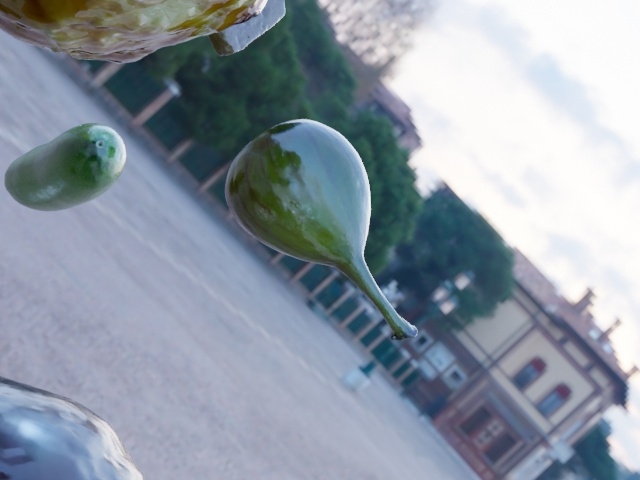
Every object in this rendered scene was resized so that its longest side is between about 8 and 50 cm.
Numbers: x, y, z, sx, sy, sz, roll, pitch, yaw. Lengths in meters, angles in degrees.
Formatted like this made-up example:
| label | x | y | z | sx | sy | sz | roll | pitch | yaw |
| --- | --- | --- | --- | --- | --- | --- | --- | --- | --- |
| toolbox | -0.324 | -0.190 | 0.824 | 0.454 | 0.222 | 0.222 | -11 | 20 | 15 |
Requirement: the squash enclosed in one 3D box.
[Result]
| label | x | y | z | sx | sy | sz | roll | pitch | yaw |
| --- | --- | --- | --- | --- | --- | --- | --- | --- | --- |
| squash | -0.285 | -0.078 | 1.426 | 0.082 | 0.082 | 0.292 | 48 | -26 | -17 |

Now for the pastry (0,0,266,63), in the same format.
| label | x | y | z | sx | sy | sz | roll | pitch | yaw |
| --- | --- | --- | --- | --- | --- | --- | --- | --- | --- |
| pastry | -0.163 | -0.307 | 0.906 | 0.388 | 0.389 | 0.312 | 48 | 30 | -19 |

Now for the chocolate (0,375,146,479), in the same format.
| label | x | y | z | sx | sy | sz | roll | pitch | yaw |
| --- | --- | --- | --- | --- | --- | --- | --- | --- | --- |
| chocolate | -0.280 | 0.246 | 0.916 | 0.332 | 0.383 | 0.383 | 10 | 5 | -8 |

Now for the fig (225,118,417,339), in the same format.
| label | x | y | z | sx | sy | sz | roll | pitch | yaw |
| --- | --- | --- | --- | --- | --- | --- | --- | --- | --- |
| fig | 0.000 | 0.000 | 1.316 | 0.151 | 0.151 | 0.259 | 52 | 13 | -79 |

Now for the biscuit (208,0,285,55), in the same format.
| label | x | y | z | sx | sy | sz | roll | pitch | yaw |
| --- | --- | --- | --- | --- | --- | --- | --- | --- | --- |
| biscuit | -0.091 | -0.356 | 1.444 | 0.043 | 0.301 | 0.278 | 4 | -14 | 36 |
